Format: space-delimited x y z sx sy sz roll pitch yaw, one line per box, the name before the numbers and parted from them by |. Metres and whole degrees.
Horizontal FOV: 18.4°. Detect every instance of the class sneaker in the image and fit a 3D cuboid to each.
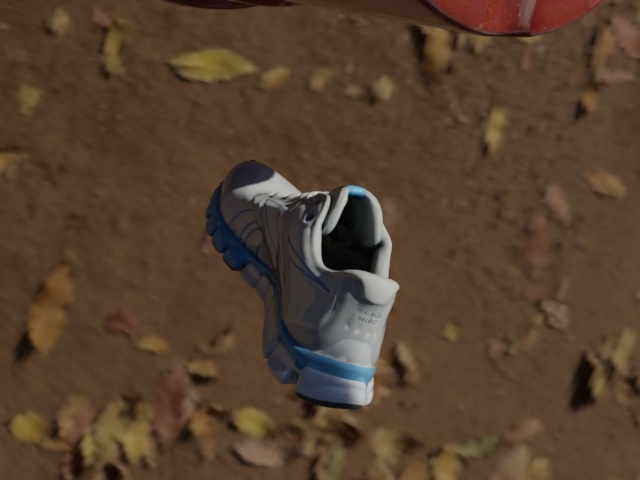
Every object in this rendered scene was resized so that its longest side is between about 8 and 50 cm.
sneaker | 0.000 0.000 0.988 0.071 0.190 0.083 13 116 -28

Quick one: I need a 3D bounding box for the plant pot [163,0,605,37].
plant pot | 0.031 -0.226 1.005 0.272 0.265 0.272 -14 114 -32
